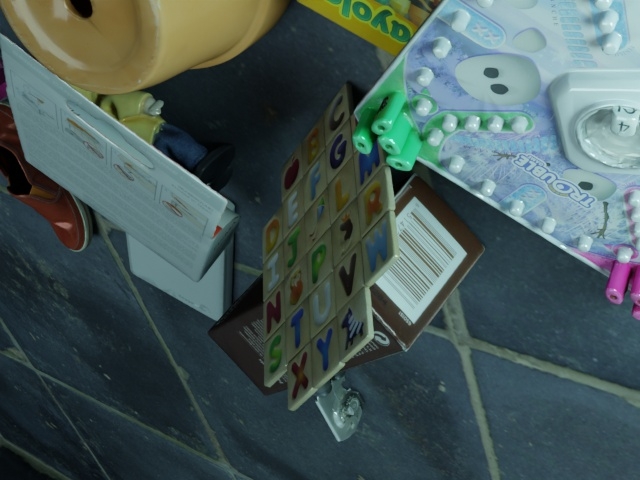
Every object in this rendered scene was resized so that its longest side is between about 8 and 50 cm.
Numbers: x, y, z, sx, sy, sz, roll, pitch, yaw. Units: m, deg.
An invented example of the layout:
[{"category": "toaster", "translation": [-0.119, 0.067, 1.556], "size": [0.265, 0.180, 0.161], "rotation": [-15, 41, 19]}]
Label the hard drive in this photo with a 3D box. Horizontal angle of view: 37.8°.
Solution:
[{"category": "hard drive", "translation": [-0.238, -0.001, 1.561], "size": [0.203, 0.040, 0.307], "rotation": [28, 146, 13]}]

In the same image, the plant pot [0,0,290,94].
[{"category": "plant pot", "translation": [-0.196, -0.284, 0.966], "size": [0.291, 0.203, 0.291], "rotation": [17, 133, 19]}]

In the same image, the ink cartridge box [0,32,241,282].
[{"category": "ink cartridge box", "translation": [-0.238, -0.106, 1.169], "size": [0.308, 0.091, 0.385], "rotation": [36, 160, -1]}]

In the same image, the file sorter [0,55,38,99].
[{"category": "file sorter", "translation": [-0.579, -0.267, 1.396], "size": [0.202, 0.290, 0.182], "rotation": [1, 127, 48]}]

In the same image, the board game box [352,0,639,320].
[{"category": "board game box", "translation": [0.261, -0.089, 0.809], "size": [0.390, 0.050, 0.390], "rotation": [30, 149, -9]}]

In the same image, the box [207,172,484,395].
[{"category": "box", "translation": [0.019, 0.070, 1.234], "size": [0.143, 0.191, 0.381], "rotation": [47, 147, -6]}]

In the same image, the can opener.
[{"category": "can opener", "translation": [-0.013, 0.217, 1.555], "size": [0.095, 0.076, 0.283], "rotation": [4, 131, 45]}]

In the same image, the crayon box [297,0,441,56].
[{"category": "crayon box", "translation": [0.088, -0.273, 0.840], "size": [0.203, 0.083, 0.323], "rotation": [33, 148, 16]}]

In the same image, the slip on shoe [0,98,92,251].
[{"category": "slip on shoe", "translation": [-0.521, -0.101, 1.711], "size": [0.123, 0.101, 0.331], "rotation": [16, 141, 34]}]

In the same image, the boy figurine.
[{"category": "boy figurine", "translation": [-0.263, -0.158, 1.364], "size": [0.285, 0.092, 0.177], "rotation": [34, 148, 15]}]

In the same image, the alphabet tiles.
[{"category": "alphabet tiles", "translation": [0.000, 0.000, 1.044], "size": [0.011, 0.342, 0.285], "rotation": [16, 140, -24]}]
